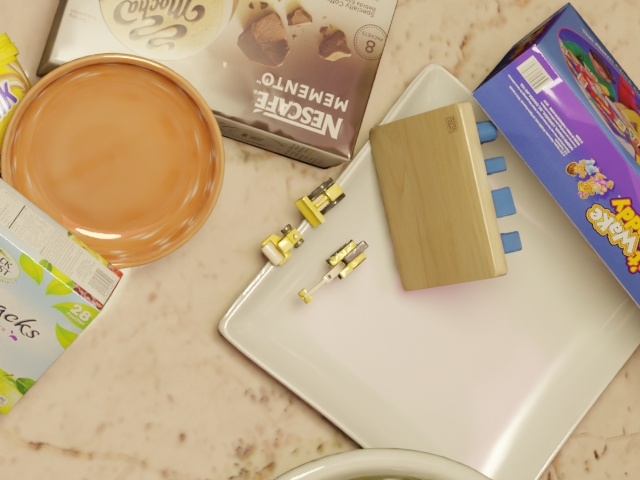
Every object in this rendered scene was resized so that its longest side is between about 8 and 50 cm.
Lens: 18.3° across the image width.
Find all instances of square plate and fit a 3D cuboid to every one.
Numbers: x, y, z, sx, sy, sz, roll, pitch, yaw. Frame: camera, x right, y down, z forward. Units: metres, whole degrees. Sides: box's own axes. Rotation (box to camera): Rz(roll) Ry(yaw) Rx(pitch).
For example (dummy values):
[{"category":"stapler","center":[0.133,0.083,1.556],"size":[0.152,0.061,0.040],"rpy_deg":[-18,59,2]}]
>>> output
[{"category":"square plate","center":[0.130,0.063,1.946],"size":[0.347,0.049,0.344],"rpy_deg":[40,78,-9]}]

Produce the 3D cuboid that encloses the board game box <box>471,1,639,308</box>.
[{"category":"board game box","center":[0.300,-0.051,1.891],"size":[0.078,0.233,0.347],"rpy_deg":[-37,94,22]}]

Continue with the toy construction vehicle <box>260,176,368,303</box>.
[{"category":"toy construction vehicle","center":[0.000,0.000,1.873],"size":[0.098,0.035,0.086],"rpy_deg":[-38,96,-12]}]

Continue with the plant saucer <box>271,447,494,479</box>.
[{"category":"plant saucer","center":[0.047,0.392,1.874],"size":[0.400,0.100,0.400],"rpy_deg":[0,90,-13]}]

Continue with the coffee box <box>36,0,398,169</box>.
[{"category":"coffee box","center":[-0.096,-0.191,1.864],"size":[0.297,0.119,0.168],"rpy_deg":[19,83,-12]}]

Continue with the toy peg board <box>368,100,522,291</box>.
[{"category":"toy peg board","center":[0.133,-0.044,1.853],"size":[0.079,0.161,0.161],"rpy_deg":[-13,90,-30]}]

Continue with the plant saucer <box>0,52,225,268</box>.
[{"category":"plant saucer","center":[-0.187,-0.073,1.783],"size":[0.200,0.037,0.200],"rpy_deg":[-2,108,-7]}]

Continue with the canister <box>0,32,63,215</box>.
[{"category":"canister","center":[-0.302,-0.088,1.831],"size":[0.126,0.073,0.170],"rpy_deg":[-31,96,-14]}]

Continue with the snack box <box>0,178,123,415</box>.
[{"category":"snack box","center":[-0.310,0.033,1.773],"size":[0.207,0.174,0.070],"rpy_deg":[38,34,-11]}]
